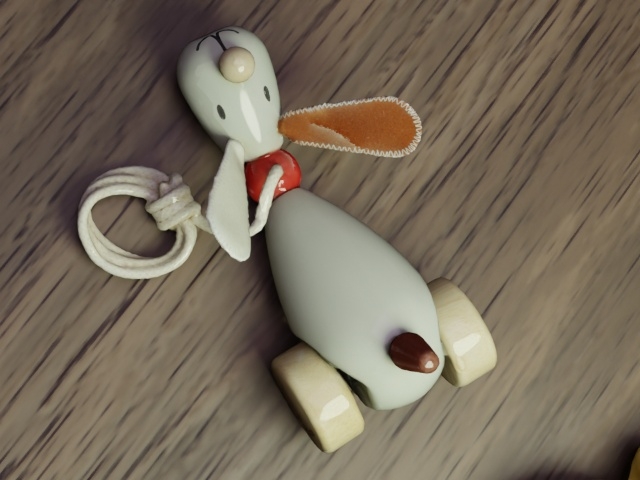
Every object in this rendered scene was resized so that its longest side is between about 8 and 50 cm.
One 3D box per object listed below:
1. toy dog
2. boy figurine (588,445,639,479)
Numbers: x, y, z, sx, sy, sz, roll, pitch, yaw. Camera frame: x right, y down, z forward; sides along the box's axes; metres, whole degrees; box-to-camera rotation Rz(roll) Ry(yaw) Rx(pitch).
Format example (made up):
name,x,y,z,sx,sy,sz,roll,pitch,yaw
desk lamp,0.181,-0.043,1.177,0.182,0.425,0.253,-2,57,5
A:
name,x,y,z,sx,sy,sz,roll,pitch,yaw
toy dog,0.000,0.000,1.020,0.333,0.161,0.220,41,76,-6
boy figurine,0.213,0.251,1.076,0.177,0.092,0.285,41,75,-5
